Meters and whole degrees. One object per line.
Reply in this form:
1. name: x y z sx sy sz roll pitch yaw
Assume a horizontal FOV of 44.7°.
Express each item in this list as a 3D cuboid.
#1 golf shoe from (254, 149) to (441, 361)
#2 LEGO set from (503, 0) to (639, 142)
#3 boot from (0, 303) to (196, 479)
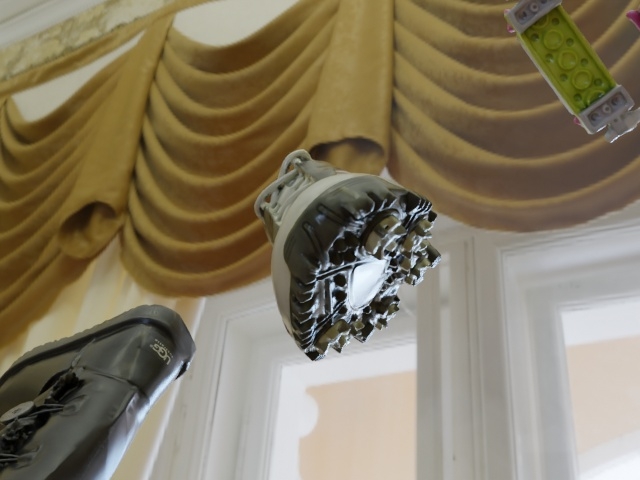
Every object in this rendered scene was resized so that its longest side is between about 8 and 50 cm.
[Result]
1. golf shoe: 0.000 0.000 0.478 0.120 0.105 0.273 42 0 11
2. LEGO set: 0.170 -0.069 0.311 0.107 0.287 0.132 -37 -17 6
3. boot: -0.357 0.278 0.860 0.367 0.445 0.146 -34 -74 26
